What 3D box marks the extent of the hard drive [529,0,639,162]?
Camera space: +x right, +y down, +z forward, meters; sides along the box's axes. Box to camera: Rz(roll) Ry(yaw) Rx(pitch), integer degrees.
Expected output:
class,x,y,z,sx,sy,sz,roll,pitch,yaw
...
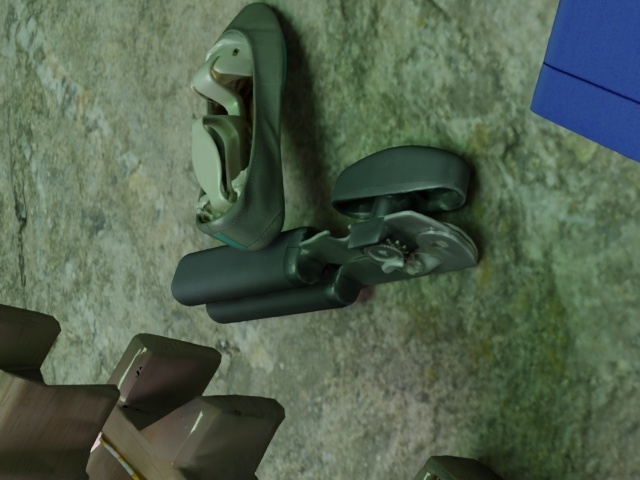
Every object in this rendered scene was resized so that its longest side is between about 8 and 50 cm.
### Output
class,x,y,z,sx,sy,sz,roll,pitch,yaw
hard drive,0.220,-0.183,0.505,0.210,0.040,0.318,39,123,50

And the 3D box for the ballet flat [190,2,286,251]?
class,x,y,z,sx,sy,sz,roll,pitch,yaw
ballet flat,-0.063,-0.096,0.775,0.072,0.068,0.213,-26,58,41

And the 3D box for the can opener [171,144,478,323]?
class,x,y,z,sx,sy,sz,roll,pitch,yaw
can opener,0.000,0.000,0.785,0.283,0.076,0.095,-12,56,47

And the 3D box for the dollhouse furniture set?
class,x,y,z,sx,sy,sz,roll,pitch,yaw
dollhouse furniture set,-0.019,0.254,0.549,0.362,0.394,0.256,35,100,37
